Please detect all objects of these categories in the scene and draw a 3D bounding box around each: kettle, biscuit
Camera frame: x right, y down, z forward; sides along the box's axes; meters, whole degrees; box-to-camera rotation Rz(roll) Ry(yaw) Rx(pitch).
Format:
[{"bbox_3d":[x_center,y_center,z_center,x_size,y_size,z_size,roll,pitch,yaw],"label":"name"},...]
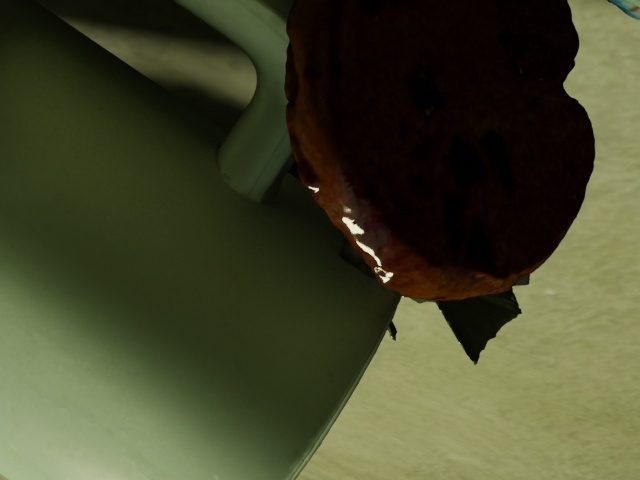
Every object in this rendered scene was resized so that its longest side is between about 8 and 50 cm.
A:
[{"bbox_3d":[-0.126,-0.012,0.821,0.318,0.205,0.265,36,146,-4],"label":"kettle"},{"bbox_3d":[0.056,-0.062,0.790,0.192,0.192,0.049,31,155,-36],"label":"biscuit"}]

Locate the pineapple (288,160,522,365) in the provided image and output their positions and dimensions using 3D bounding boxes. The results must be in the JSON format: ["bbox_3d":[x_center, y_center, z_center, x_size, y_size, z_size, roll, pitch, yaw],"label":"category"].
[{"bbox_3d":[-0.022,0.004,0.993,0.277,0.130,0.119,2,164,8],"label":"pineapple"}]

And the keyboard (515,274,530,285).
[{"bbox_3d":[0.000,0.001,1.092,0.262,0.016,0.106,3,151,9],"label":"keyboard"}]

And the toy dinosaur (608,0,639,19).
[{"bbox_3d":[0.157,-0.126,0.755,0.329,0.076,0.144,21,-179,-24],"label":"toy dinosaur"}]
